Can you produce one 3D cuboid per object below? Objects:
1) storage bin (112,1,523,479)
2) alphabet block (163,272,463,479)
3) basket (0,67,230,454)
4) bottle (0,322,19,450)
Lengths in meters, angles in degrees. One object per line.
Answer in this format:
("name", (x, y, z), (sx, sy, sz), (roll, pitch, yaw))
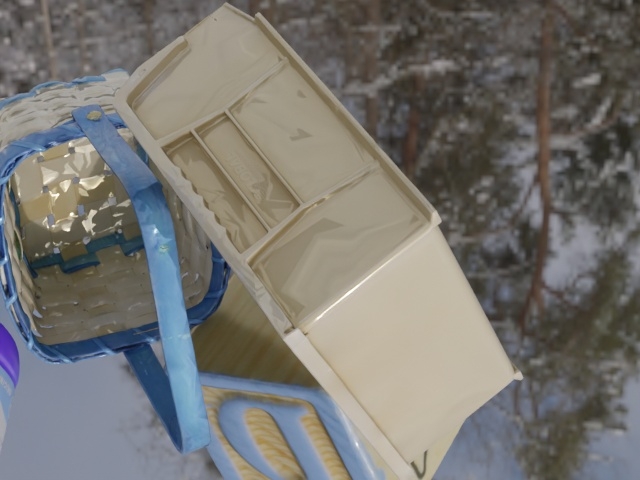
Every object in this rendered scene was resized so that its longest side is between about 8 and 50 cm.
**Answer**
("storage bin", (0.000, 0.000, 1.015), (0.123, 0.262, 0.260), (-38, -125, -2))
("alphabet block", (0.010, 0.121, 1.287), (0.193, 0.192, 0.197), (5, -137, 35))
("basket", (-0.166, 0.007, 1.169), (0.201, 0.254, 0.289), (-19, -144, -22))
("bottle", (-0.282, 0.182, 0.972), (0.092, 0.118, 0.282), (0, -122, 13))
